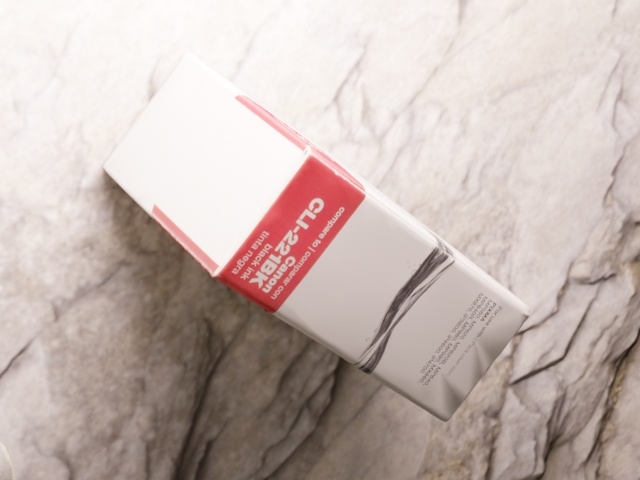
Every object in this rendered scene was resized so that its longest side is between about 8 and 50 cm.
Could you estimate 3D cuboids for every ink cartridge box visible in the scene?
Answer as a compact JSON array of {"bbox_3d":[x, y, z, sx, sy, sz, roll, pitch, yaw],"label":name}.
[{"bbox_3d":[0.000,0.000,1.298,0.273,0.197,0.114,34,95,-40],"label":"ink cartridge box"}]

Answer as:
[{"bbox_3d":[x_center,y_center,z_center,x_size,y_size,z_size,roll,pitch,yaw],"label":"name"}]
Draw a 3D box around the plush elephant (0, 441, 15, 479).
[{"bbox_3d":[-0.224,0.342,1.247,0.272,0.330,0.255,-46,125,-15],"label":"plush elephant"}]
